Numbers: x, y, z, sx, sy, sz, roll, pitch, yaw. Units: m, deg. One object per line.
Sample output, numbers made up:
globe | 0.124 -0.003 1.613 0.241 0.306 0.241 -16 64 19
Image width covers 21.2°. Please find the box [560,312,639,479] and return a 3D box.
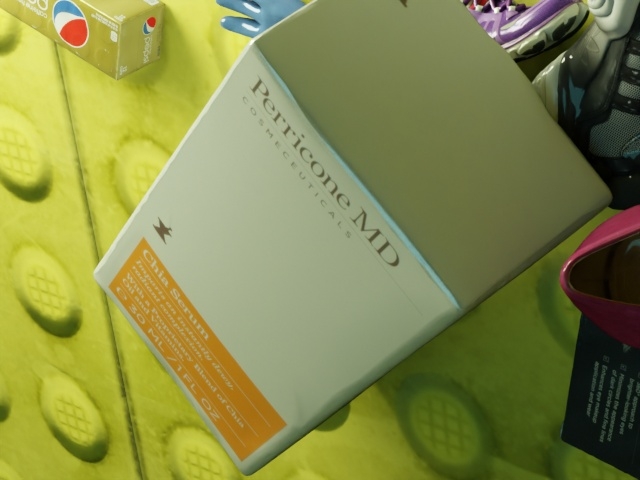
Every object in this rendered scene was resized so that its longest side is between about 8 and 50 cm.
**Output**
box | 0.268 0.097 1.222 0.158 0.093 0.156 27 131 31

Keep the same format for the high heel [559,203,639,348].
high heel | 0.332 0.002 0.985 0.377 0.181 0.127 -18 79 32

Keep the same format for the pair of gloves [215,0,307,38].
pair of gloves | -0.016 -0.207 1.357 0.159 0.023 0.198 32 133 28

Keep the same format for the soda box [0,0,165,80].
soda box | -0.224 -0.215 1.524 0.181 0.058 0.061 33 134 26

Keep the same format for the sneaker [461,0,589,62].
sneaker | 0.115 -0.157 1.230 0.170 0.068 0.071 -7 104 47

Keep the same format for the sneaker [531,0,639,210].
sneaker | 0.240 -0.106 1.120 0.153 0.101 0.268 46 144 11

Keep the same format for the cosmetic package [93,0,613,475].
cosmetic package | 0.000 0.000 1.303 0.230 0.161 0.453 52 151 5
